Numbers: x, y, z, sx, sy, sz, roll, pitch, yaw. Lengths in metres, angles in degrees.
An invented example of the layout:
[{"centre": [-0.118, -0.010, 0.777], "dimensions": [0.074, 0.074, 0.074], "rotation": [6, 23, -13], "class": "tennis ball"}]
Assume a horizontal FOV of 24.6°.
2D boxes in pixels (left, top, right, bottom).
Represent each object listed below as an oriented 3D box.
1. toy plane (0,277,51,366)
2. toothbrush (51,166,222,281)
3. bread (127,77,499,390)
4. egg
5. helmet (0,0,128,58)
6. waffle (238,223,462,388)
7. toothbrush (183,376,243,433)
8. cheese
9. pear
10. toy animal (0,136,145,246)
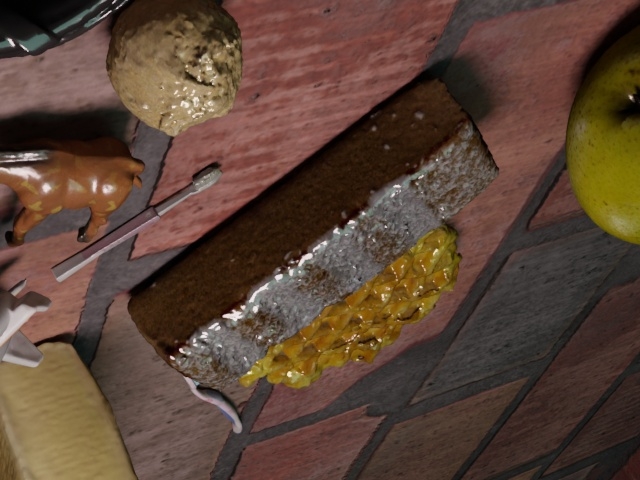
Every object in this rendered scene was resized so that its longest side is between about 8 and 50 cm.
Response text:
[{"centre": [-0.333, 0.120, 1.319], "dimensions": [0.245, 0.117, 0.244], "rotation": [-41, -170, 9], "class": "toy plane"}, {"centre": [-0.180, -0.017, 1.448], "dimensions": [0.194, 0.014, 0.017], "rotation": [-33, 155, 1], "class": "toothbrush"}, {"centre": [0.000, 0.000, 1.576], "dimensions": [0.416, 0.113, 0.165], "rotation": [-38, 157, 8], "class": "bread"}, {"centre": [-0.113, -0.146, 1.177], "dimensions": [0.118, 0.116, 0.140], "rotation": [-50, -173, -14], "class": "egg"}, {"centre": [-0.215, -0.237, 0.842], "dimensions": [0.230, 0.160, 0.279], "rotation": [-43, 139, 19], "class": "helmet"}, {"centre": [0.032, 0.078, 1.807], "dimensions": [0.325, 0.068, 0.302], "rotation": [-33, 155, 4], "class": "waffle"}, {"centre": [-0.136, 0.209, 1.899], "dimensions": [0.027, 0.021, 0.269], "rotation": [-27, 155, 0], "class": "toothbrush"}, {"centre": [-0.282, 0.278, 1.593], "dimensions": [0.124, 0.242, 0.265], "rotation": [-12, 149, -20], "class": "cheese"}, {"centre": [0.414, -0.122, 1.660], "dimensions": [0.294, 0.294, 0.294], "rotation": [-26, 154, -14], "class": "pear"}, {"centre": [-0.257, -0.056, 1.236], "dimensions": [0.224, 0.066, 0.229], "rotation": [-9, 160, -13], "class": "toy animal"}]
